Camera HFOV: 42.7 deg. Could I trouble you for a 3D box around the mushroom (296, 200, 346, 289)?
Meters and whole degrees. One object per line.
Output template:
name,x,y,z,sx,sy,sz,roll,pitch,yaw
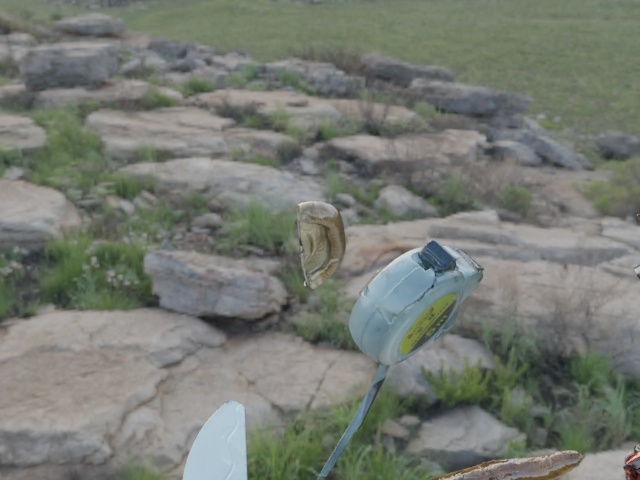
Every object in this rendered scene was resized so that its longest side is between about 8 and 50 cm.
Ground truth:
mushroom,0.000,-0.001,1.531,0.094,0.209,0.072,-7,44,2

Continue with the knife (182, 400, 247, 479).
knife,-0.091,0.261,0.768,0.080,0.044,0.331,7,28,-17

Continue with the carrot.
carrot,0.167,0.224,0.772,0.165,0.035,0.035,-20,24,9

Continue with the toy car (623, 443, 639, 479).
toy car,0.393,0.265,0.855,0.139,0.112,0.112,-6,4,19

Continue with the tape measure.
tape measure,0.053,0.138,0.960,0.084,0.330,0.164,45,12,32

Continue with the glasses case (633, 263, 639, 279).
glasses case,0.487,0.014,1.002,0.191,0.072,0.042,-32,22,18

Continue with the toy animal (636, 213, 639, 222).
toy animal,0.435,-0.033,0.795,0.208,0.325,0.154,30,69,8
